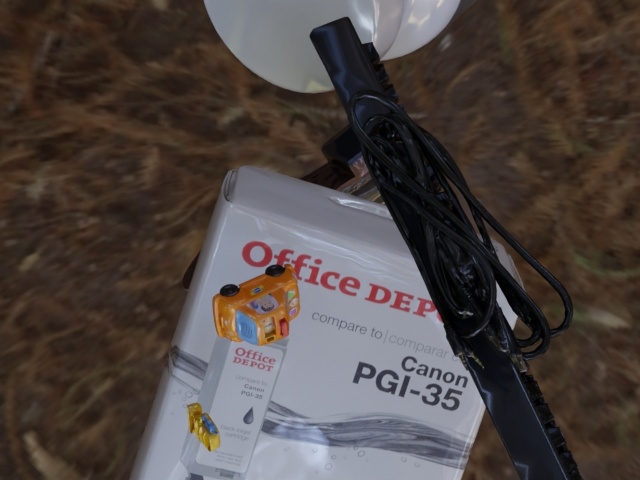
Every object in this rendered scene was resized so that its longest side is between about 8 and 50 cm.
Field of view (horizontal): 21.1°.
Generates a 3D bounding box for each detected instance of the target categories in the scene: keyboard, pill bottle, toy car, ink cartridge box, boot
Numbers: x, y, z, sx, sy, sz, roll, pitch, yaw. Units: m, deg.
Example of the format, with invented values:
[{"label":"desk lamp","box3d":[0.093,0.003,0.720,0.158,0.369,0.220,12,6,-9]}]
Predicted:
[{"label":"keyboard","box3d":[0.055,0.014,0.534,0.038,0.100,0.192,-28,76,8]},{"label":"pill bottle","box3d":[0.063,-0.283,1.500,0.210,0.363,0.210,19,130,25]},{"label":"toy car","box3d":[-0.040,0.075,1.038,0.060,0.040,0.122,-8,125,-32]},{"label":"ink cartridge box","box3d":[-0.007,0.117,1.147,0.207,0.117,0.283,17,103,-4]},{"label":"boot","box3d":[0.000,0.000,1.380,0.219,0.082,0.106,-37,116,-1]}]
